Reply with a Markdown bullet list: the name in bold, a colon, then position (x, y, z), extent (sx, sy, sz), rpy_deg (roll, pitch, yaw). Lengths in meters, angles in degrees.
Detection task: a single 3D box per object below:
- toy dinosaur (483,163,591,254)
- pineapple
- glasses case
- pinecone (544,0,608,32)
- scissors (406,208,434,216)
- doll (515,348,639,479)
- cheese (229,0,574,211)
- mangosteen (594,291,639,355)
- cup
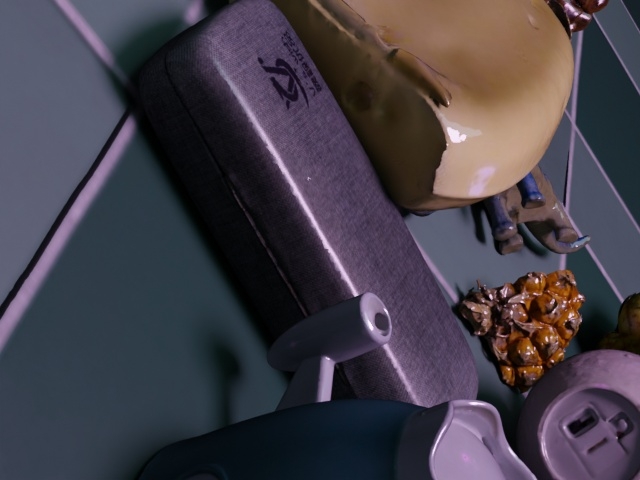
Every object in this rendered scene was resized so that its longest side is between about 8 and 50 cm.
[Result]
- **toy dinosaur**: position (0.179, -0.083, 1.212), extent (0.247, 0.075, 0.188), rpy_deg (27, 46, -53)
- **pineapple**: position (0.159, 0.062, 1.098), extent (0.114, 0.114, 0.077), rpy_deg (23, 12, -32)
- **glasses case**: position (0.000, 0.000, 0.846), extent (0.323, 0.074, 0.131), rpy_deg (60, 28, -12)
- **pinecone**: position (0.218, -0.285, 1.321), extent (0.212, 0.168, 0.186), rpy_deg (20, 62, -55)
- **scissors**: position (0.066, -0.149, 1.099), extent (0.138, 0.041, 0.289), rpy_deg (35, 44, -28)
- **doll**: position (0.251, 0.166, 1.072), extent (0.287, 0.150, 0.151), rpy_deg (21, 51, -68)
- **cheese**: position (0.084, -0.157, 0.990), extent (0.259, 0.128, 0.316), rpy_deg (50, 40, 4)
- **mangosteen**: position (0.345, 0.125, 1.271), extent (0.180, 0.166, 0.166), rpy_deg (4, 64, -32)
- **cup**: position (0.018, 0.156, 0.662), extent (0.167, 0.173, 0.300), rpy_deg (41, 37, -40)
